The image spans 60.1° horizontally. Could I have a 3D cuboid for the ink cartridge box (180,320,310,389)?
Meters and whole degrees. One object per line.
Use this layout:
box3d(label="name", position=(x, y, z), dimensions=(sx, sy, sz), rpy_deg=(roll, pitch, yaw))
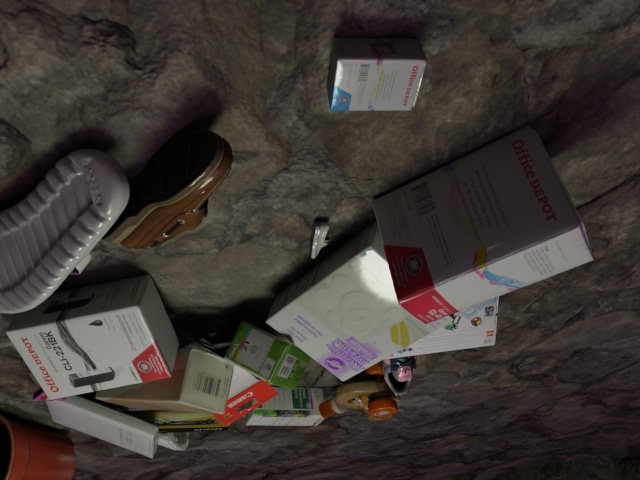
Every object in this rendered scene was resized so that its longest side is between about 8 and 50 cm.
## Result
box3d(label="ink cartridge box", position=(-0.172, 0.247, 1.300), dimensions=(0.255, 0.097, 0.189), rpy_deg=(23, 168, 20))

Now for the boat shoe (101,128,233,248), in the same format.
box3d(label="boat shoe", position=(-0.230, -0.074, 0.886), dimensions=(0.307, 0.111, 0.104), rpy_deg=(-24, 146, 36))

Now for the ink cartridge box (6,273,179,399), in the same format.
box3d(label="ink cartridge box", position=(-0.460, 0.201, 1.144), dimensions=(0.272, 0.114, 0.197), rpy_deg=(-11, 121, 4))

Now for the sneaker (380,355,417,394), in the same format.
box3d(label="sneaker", position=(0.215, 0.284, 1.430), dimensions=(0.112, 0.131, 0.319), rpy_deg=(-8, 140, -1))

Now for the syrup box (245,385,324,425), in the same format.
box3d(label="syrup box", position=(-0.108, 0.511, 1.706), dimensions=(0.237, 0.093, 0.096), rpy_deg=(8, 141, -21))

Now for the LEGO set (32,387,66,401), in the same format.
box3d(label="LEGO set", position=(-0.588, 0.306, 1.341), dimensions=(0.227, 0.087, 0.093), rpy_deg=(-36, 139, 23))

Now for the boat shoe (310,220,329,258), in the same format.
box3d(label="boat shoe", position=(0.000, 0.000, 1.085), dimensions=(0.035, 0.035, 0.100), rpy_deg=(1, 136, -9))

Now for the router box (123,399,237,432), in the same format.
box3d(label="router box", position=(-0.409, 0.483, 1.615), dimensions=(0.308, 0.081, 0.243), rpy_deg=(2, 142, -15))

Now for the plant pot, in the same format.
box3d(label="plant pot", position=(-0.894, 0.661, 1.630), dimensions=(0.272, 0.272, 0.265), rpy_deg=(-21, 151, 16))

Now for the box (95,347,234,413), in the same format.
box3d(label="box", position=(-0.371, 0.331, 1.308), dimensions=(0.311, 0.121, 0.148), rpy_deg=(-10, 150, 36))

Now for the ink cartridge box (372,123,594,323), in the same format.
box3d(label="ink cartridge box", position=(0.266, -0.021, 0.949), dimensions=(0.306, 0.226, 0.131), rpy_deg=(-24, 142, 21))

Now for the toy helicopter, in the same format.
box3d(label="toy helicopter", position=(0.138, 0.513, 1.730), dimensions=(0.235, 0.140, 0.355), rpy_deg=(-15, 146, 12))

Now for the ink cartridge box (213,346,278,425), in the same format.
box3d(label="ink cartridge box", position=(-0.246, 0.411, 1.486), dimensions=(0.189, 0.066, 0.232), rpy_deg=(-32, 118, 6))

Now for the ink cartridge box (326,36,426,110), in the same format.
box3d(label="ink cartridge box", position=(0.075, -0.230, 0.771), dimensions=(0.122, 0.052, 0.088), rpy_deg=(-1, 144, -8))

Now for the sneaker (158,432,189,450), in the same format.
box3d(label="sneaker", position=(-0.525, 0.620, 1.789), dimensions=(0.115, 0.090, 0.232), rpy_deg=(-20, 134, 26))

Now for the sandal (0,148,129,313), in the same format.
box3d(label="sandal", position=(-0.448, -0.001, 0.925), dimensions=(0.416, 0.169, 0.102), rpy_deg=(-29, 180, 25))

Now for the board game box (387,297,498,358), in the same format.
box3d(label="board game box", position=(0.260, 0.176, 1.299), dimensions=(0.305, 0.053, 0.193), rpy_deg=(-6, 118, -3))

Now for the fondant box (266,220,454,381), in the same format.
box3d(label="fondant box", position=(0.081, 0.140, 1.167), dimensions=(0.238, 0.096, 0.330), rpy_deg=(40, 127, -16))

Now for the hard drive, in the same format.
box3d(label="hard drive", position=(-0.607, 0.515, 1.554), dimensions=(0.307, 0.040, 0.203), rpy_deg=(22, 140, -1))
